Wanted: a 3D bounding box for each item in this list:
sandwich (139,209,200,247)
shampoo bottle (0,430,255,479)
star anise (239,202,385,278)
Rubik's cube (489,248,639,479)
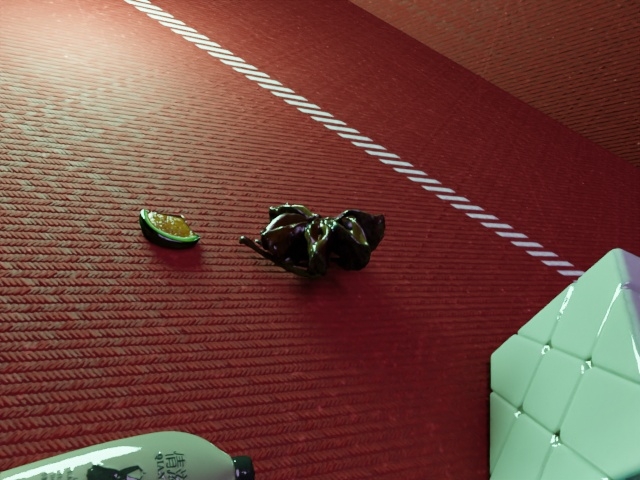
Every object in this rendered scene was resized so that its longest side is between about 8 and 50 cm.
[{"bbox_3d":[-0.252,-0.016,0.829,0.101,0.026,0.069,8,40,-24],"label":"sandwich"},{"bbox_3d":[-0.195,0.269,0.526,0.257,0.078,0.127,4,36,-28],"label":"shampoo bottle"},{"bbox_3d":[0.000,0.000,0.872,0.220,0.126,0.190,12,35,28],"label":"star anise"},{"bbox_3d":[0.451,0.264,0.677,0.316,0.322,0.319,25,43,-3],"label":"Rubik's cube"}]
